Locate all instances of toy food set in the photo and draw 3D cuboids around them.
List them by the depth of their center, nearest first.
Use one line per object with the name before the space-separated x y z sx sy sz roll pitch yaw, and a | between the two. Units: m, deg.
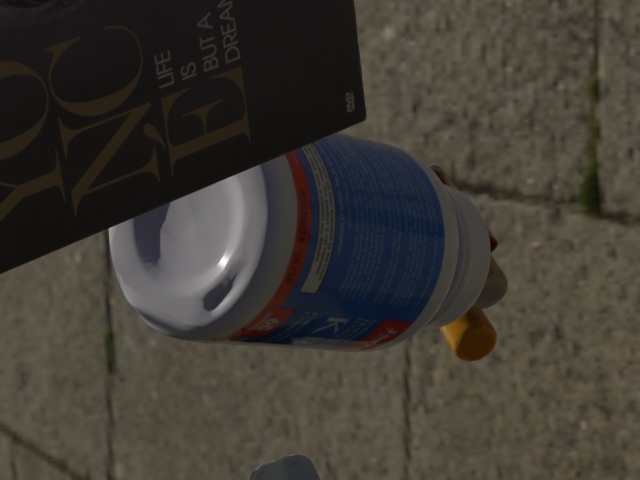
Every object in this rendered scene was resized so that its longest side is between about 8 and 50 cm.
toy food set | 0.067 -0.001 1.311 0.111 0.232 0.104 -48 41 16

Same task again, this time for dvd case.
dvd case | -0.080 -0.078 0.480 0.018 0.221 0.164 23 129 47

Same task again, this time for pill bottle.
pill bottle | 0.000 0.000 0.906 0.124 0.221 0.124 -5 82 38

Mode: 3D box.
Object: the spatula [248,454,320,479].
spatula | -0.041 0.279 1.068 0.019 0.168 0.242 44 -155 -75
